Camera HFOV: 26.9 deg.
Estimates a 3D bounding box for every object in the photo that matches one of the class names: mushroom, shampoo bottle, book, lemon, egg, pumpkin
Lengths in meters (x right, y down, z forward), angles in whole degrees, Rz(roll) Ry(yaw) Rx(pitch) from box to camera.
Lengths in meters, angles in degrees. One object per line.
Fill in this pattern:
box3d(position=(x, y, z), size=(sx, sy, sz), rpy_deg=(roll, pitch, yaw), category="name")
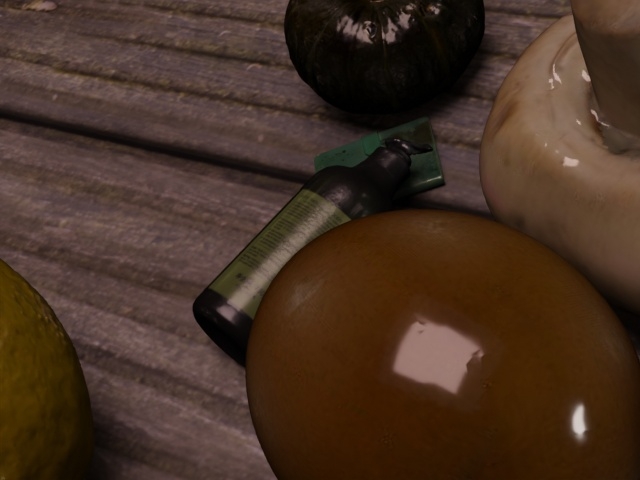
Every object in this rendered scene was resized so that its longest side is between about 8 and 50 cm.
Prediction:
box3d(position=(0.294, -0.083, 1.128), size=(0.325, 0.353, 0.353), rpy_deg=(-45, 35, 32), category="mushroom")
box3d(position=(0.000, 0.000, 1.329), size=(0.101, 0.101, 0.284), rpy_deg=(27, 67, 41), category="shampoo bottle")
box3d(position=(0.060, -0.078, 1.427), size=(0.135, 0.017, 0.103), rpy_deg=(-19, 46, 12), category="book")
box3d(position=(-0.368, 0.172, 1.220), size=(0.364, 0.364, 0.364), rpy_deg=(-15, 46, 16), category="lemon")
box3d(position=(0.091, 0.118, 1.046), size=(0.282, 0.282, 0.351), rpy_deg=(-41, 39, -11), category="egg")
box3d(position=(0.068, -0.241, 1.470), size=(0.223, 0.157, 0.224), rpy_deg=(-7, 55, 10), category="pumpkin")
